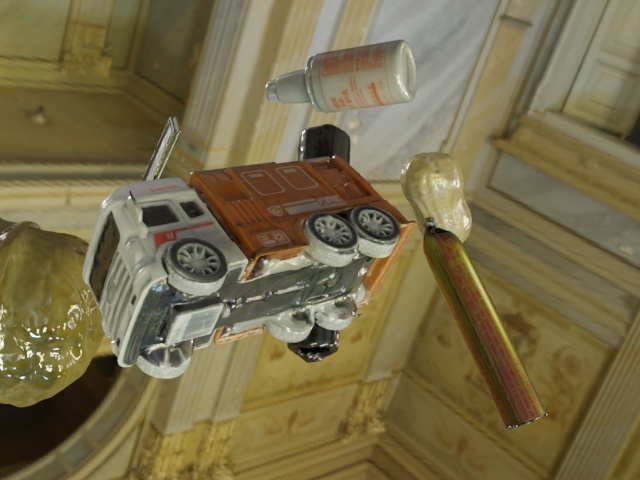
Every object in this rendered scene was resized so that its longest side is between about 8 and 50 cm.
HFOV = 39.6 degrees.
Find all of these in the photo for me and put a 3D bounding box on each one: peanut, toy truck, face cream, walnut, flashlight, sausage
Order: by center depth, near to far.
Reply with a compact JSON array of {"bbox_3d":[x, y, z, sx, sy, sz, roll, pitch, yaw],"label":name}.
[{"bbox_3d":[-0.092,0.009,1.077,0.388,0.173,0.207,-11,-129,-40],"label":"toy truck"},{"bbox_3d":[-0.474,0.102,1.355,0.282,0.276,0.253,20,-162,22],"label":"walnut"},{"bbox_3d":[0.024,-0.258,1.443,0.252,0.101,0.101,-5,-168,22],"label":"face cream"},{"bbox_3d":[0.253,0.126,1.449,0.082,0.082,0.371,-7,-112,-48],"label":"sausage"},{"bbox_3d":[0.000,0.000,1.549,0.103,0.103,0.423,11,-114,-20],"label":"flashlight"},{"bbox_3d":[0.226,-0.078,1.701,0.124,0.123,0.256,37,163,39],"label":"peanut"}]

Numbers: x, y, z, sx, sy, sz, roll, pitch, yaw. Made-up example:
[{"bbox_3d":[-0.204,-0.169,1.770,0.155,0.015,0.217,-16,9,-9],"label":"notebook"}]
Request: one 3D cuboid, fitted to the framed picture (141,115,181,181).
[{"bbox_3d":[-0.313,-0.127,1.659,0.017,0.217,0.274,23,-174,-15],"label":"framed picture"}]
